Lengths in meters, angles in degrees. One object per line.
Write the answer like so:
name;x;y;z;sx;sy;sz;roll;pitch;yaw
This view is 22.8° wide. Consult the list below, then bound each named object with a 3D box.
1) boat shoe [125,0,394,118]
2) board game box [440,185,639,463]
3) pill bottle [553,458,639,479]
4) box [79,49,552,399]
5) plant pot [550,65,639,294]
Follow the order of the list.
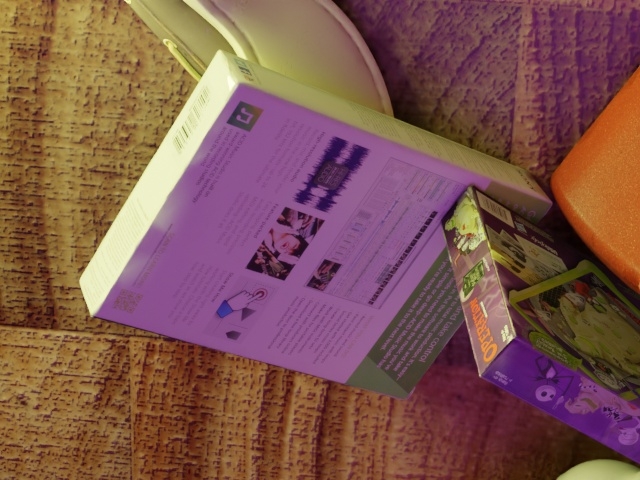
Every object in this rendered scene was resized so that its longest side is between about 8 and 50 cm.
boat shoe;-0.064;-0.167;1.280;0.324;0.117;0.096;46;154;-25
board game box;0.253;0.103;1.242;0.346;0.208;0.056;30;112;-21
pill bottle;0.219;0.337;1.368;0.229;0.229;0.407;43;115;-10
box;0.000;0.000;1.283;0.322;0.058;0.232;19;118;-32
plant pot;0.355;-0.027;1.202;0.267;0.236;0.267;34;113;-6
